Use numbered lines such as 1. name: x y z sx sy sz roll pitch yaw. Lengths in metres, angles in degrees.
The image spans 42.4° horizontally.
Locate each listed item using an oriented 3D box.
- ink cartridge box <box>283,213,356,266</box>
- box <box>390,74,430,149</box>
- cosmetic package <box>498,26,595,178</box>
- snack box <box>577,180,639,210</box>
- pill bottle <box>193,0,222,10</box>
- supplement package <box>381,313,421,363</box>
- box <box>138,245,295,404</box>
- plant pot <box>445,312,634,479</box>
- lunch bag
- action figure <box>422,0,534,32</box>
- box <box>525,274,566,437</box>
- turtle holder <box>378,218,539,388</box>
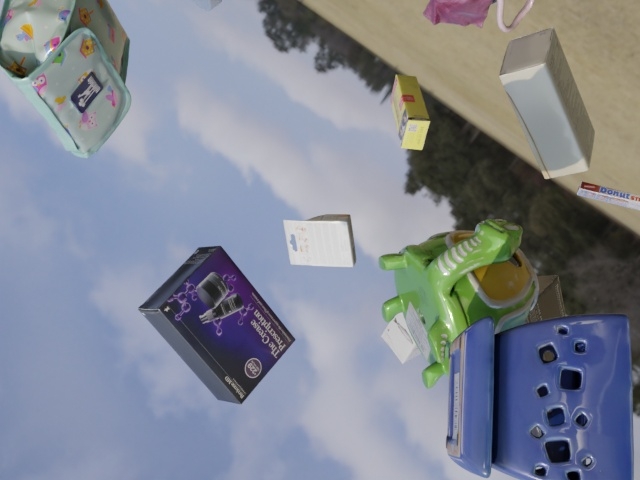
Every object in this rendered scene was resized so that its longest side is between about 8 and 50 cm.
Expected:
1. ink cartridge box: 0.000 0.000 2.201 0.180 0.145 0.045 3 -148 20
2. box: 0.224 -0.328 2.086 0.058 0.087 0.232 5 -140 -7
3. cosmetic package: 0.532 -0.314 1.916 0.309 0.113 0.160 56 -140 -30
4. snack box: 0.710 -0.104 1.978 0.178 0.022 0.064 16 173 14
5. pill bottle: -0.163 -0.602 1.666 0.162 0.278 0.162 45 170 10
6. supplement package: 0.258 0.234 2.235 0.105 0.179 0.105 -22 -118 -31
7. box: -0.200 0.167 1.634 0.103 0.184 0.261 -3 130 56
8. plant pot: 0.286 0.221 1.125 0.212 0.235 0.236 3 168 3
9. lunch bag: -0.417 -0.296 1.358 0.223 0.160 0.262 70 -165 -60
10. action figure: 0.352 -0.609 1.888 0.276 0.248 0.370 32 171 9
11. box: 0.463 0.291 1.941 0.179 0.343 0.313 -7 -170 34
12. turtle holder: 0.239 0.075 1.396 0.243 0.228 0.320 -129 22 -56
